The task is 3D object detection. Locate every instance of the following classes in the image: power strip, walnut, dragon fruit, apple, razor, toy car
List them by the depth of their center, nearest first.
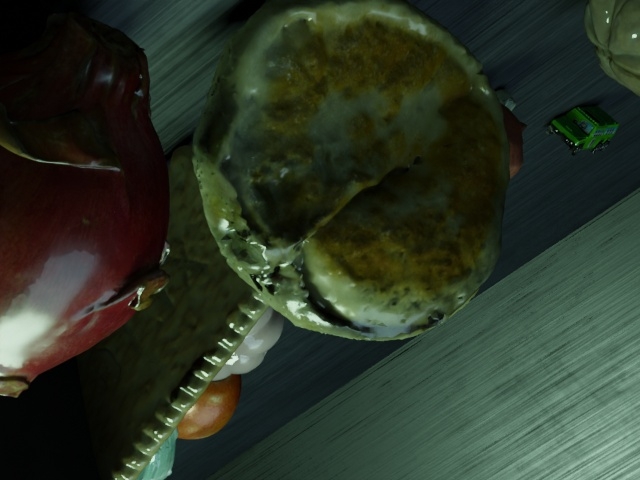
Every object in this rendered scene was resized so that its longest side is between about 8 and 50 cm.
[{"bbox_3d":[-0.224,-0.012,0.814,0.315,0.250,0.250,-48,167,-4],"label":"dragon fruit"},{"bbox_3d":[-0.313,0.200,1.099,0.204,0.349,0.113,-27,152,20],"label":"razor"},{"bbox_3d":[0.432,-0.275,1.360,0.224,0.224,0.224,-30,166,-8],"label":"walnut"},{"bbox_3d":[0.231,-0.162,1.648,0.047,0.030,0.191,-26,165,-28],"label":"power strip"},{"bbox_3d":[-0.205,0.230,1.801,0.139,0.163,0.163,-45,162,27],"label":"apple"},{"bbox_3d":[0.455,-0.193,1.950,0.165,0.071,0.062,-12,141,-54],"label":"toy car"}]

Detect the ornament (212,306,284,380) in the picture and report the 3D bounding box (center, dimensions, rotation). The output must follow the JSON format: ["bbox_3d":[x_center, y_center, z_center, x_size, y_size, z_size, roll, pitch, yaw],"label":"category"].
[{"bbox_3d":[-0.134,0.082,1.427,0.177,0.177,0.177,-30,166,-8],"label":"ornament"}]

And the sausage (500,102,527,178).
[{"bbox_3d":[0.161,-0.109,1.477,0.254,0.148,0.148,-28,166,-26],"label":"sausage"}]

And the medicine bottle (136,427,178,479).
[{"bbox_3d":[-0.360,0.287,1.510,0.290,0.245,0.245,-18,161,-50],"label":"medicine bottle"}]

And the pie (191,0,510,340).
[{"bbox_3d":[0.038,-0.070,1.022,0.339,0.339,0.077,-25,-169,-26],"label":"pie"}]

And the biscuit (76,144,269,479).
[{"bbox_3d":[-0.166,0.080,1.127,0.044,0.217,0.325,22,110,-50],"label":"biscuit"}]
